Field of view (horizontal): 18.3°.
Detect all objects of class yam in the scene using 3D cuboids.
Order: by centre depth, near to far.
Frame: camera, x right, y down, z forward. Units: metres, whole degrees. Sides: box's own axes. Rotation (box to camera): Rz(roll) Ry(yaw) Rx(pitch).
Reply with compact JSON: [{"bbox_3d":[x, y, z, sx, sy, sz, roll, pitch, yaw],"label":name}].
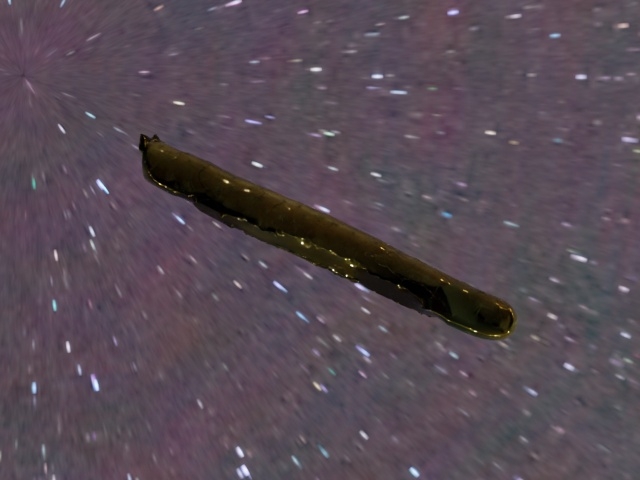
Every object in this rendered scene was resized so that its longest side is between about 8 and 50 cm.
[{"bbox_3d":[0.000,0.000,0.493,0.107,0.014,0.014,25,-89,16],"label":"yam"}]
